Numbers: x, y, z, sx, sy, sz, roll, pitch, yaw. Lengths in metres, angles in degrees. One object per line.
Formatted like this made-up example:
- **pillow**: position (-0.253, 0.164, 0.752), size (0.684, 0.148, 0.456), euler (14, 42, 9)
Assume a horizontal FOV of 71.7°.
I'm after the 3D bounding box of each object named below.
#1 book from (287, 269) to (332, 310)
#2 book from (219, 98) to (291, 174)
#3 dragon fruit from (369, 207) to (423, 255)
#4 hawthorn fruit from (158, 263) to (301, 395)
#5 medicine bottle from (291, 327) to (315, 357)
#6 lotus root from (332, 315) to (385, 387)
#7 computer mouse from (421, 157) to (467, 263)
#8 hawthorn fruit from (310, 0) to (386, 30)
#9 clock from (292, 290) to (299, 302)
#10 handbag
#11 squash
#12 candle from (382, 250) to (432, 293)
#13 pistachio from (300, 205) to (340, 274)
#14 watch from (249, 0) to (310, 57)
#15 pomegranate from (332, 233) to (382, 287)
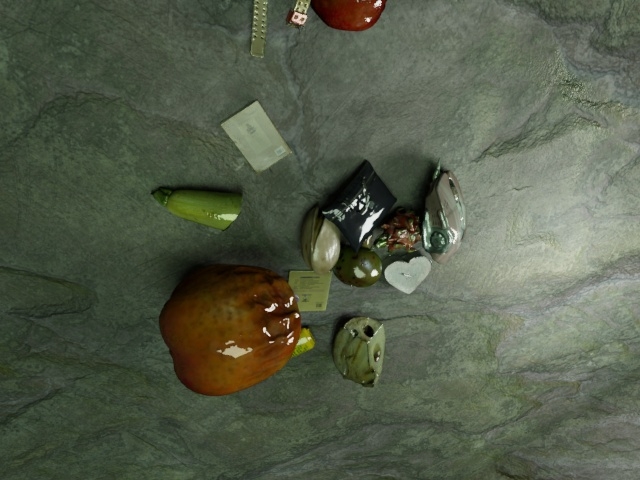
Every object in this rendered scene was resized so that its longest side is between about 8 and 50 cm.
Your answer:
- **book**: position (-0.048, 0.197, 1.720), size (0.168, 0.013, 0.192), euler (1, 120, -14)
- **book**: position (-0.198, -0.317, 1.377), size (0.139, 0.016, 0.198), euler (-31, 122, 7)
- **dragon fruit**: position (0.270, -0.015, 1.573), size (0.236, 0.135, 0.137), euler (-41, 121, -19)
- **hawthorn fruit**: position (-0.283, 0.272, 1.461), size (0.472, 0.471, 0.471), euler (-6, 121, -9)
- **medicine bottle**: position (-0.174, 0.452, 1.808), size (0.309, 0.076, 0.111), euler (-25, 120, 2)
- **lotus root**: position (0.169, 0.454, 1.862), size (0.210, 0.142, 0.313), euler (19, 127, 19)
- **computer mouse**: position (0.449, -0.098, 1.551), size (0.200, 0.115, 0.388), euler (-29, 121, -47)
- **hawthorn fruit**: position (0.061, -0.646, 1.147), size (0.252, 0.189, 0.189), euler (-6, 122, 0)
- **clock**: position (-0.143, 0.238, 1.689), size (0.110, 0.050, 0.152), euler (13, 119, -5)
- **handbag**: position (0.136, -0.116, 1.503), size (0.254, 0.089, 0.211), euler (-51, 123, -13)
- **squash**: position (-0.395, -0.098, 1.406), size (0.288, 0.137, 0.137), euler (4, 119, -11)
- **candle**: position (0.336, 0.128, 1.732), size (0.192, 0.068, 0.168), euler (-10, 119, -5)
- **pistachio**: position (0.000, 0.000, 1.525), size (0.138, 0.153, 0.237), euler (5, 92, 7)
- **watch**: position (-0.101, -0.608, 1.139), size (0.102, 0.165, 0.268), euler (-14, 121, -48)
- **pomegranate**: position (0.145, 0.075, 1.612), size (0.210, 0.179, 0.179), euler (-50, 123, -18)
